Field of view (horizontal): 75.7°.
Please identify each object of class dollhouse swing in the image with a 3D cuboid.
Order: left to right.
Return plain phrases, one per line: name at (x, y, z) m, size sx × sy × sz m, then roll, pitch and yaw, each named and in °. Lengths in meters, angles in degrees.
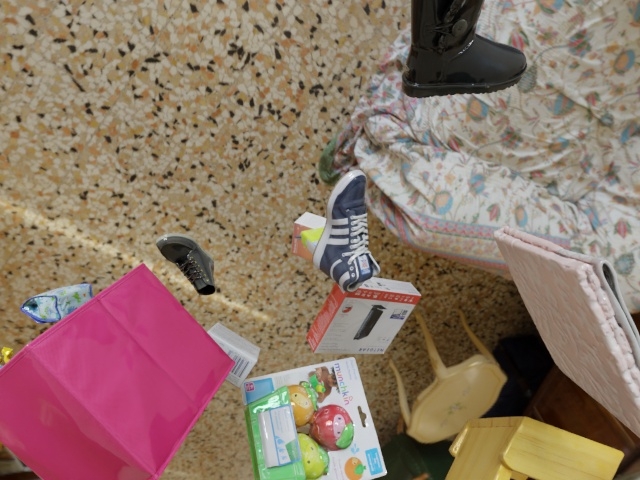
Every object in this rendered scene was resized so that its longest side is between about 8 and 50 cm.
dollhouse swing at (0.473, 0.612, 0.997) m, size 0.314 × 0.305 × 0.347 m, roll 19°, pitch 155°, yaw 5°

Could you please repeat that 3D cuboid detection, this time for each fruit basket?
fruit basket at (-0.019, 0.504, 1.116) m, size 0.352 × 0.327 × 0.165 m, roll -7°, pitch 153°, yaw -15°

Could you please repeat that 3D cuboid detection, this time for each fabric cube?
fabric cube at (-0.359, 0.244, 0.712) m, size 0.254 × 0.259 × 0.258 m, roll -35°, pitch 101°, yaw 27°

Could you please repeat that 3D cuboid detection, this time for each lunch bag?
lunch bag at (-0.780, 0.185, 1.224) m, size 0.151 × 0.129 × 0.097 m, roll -2°, pitch 97°, yaw 19°

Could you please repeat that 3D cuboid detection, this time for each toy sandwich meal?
toy sandwich meal at (-0.061, 0.659, 1.402) m, size 0.085 × 0.085 × 0.029 m, roll 8°, pitch 95°, yaw -19°

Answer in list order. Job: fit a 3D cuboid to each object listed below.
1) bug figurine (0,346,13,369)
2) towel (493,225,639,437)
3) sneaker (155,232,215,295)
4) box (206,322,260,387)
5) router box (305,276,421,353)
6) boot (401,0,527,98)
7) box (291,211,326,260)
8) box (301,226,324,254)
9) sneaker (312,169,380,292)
bug figurine at (-0.766, 0.377, 1.128) m, size 0.278 × 0.072 × 0.216 m, roll 21°, pitch 141°, yaw -16°
towel at (0.450, 0.143, 0.736) m, size 0.053 × 0.317 × 0.332 m, roll -27°, pitch 98°, yaw 5°
sneaker at (-0.361, 0.068, 1.146) m, size 0.083 × 0.118 × 0.222 m, roll -30°, pitch 146°, yaw 10°
box at (-0.211, 0.256, 0.935) m, size 0.126 × 0.137 × 0.072 m, roll 32°, pitch 85°, yaw -2°
router box at (0.158, 0.275, 1.494) m, size 0.335 × 0.082 × 0.301 m, roll 10°, pitch 118°, yaw -33°
boot at (0.259, -0.355, 0.687) m, size 0.246 × 0.094 × 0.207 m, roll -10°, pitch 144°, yaw -6°
box at (0.000, 0.000, 1.391) m, size 0.170 × 0.091 × 0.130 m, roll 19°, pitch 124°, yaw 17°
box at (0.024, 0.014, 1.203) m, size 0.108 × 0.178 × 0.043 m, roll -12°, pitch 118°, yaw -20°
sneaker at (0.079, -0.009, 0.938) m, size 0.099 × 0.153 × 0.282 m, roll -14°, pitch 135°, yaw -38°
